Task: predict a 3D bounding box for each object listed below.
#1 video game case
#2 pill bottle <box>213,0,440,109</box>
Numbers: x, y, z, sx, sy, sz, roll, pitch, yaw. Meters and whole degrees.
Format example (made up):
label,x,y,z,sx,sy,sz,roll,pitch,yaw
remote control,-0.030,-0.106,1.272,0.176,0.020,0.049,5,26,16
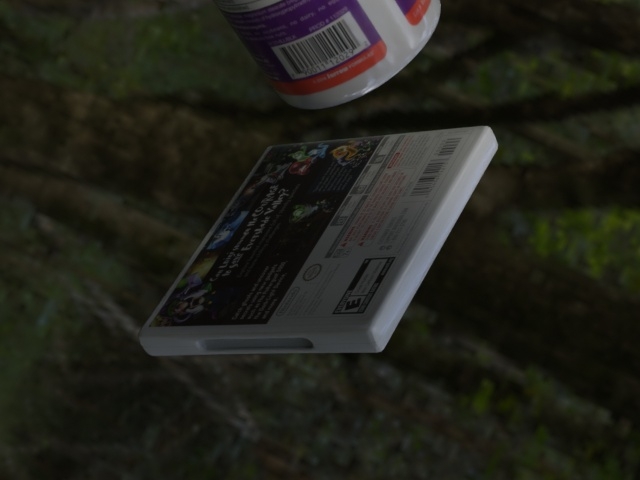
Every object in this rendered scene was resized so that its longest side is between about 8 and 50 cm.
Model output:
label,x,y,z,sx,sy,sz,roll,pitch,yaw
video game case,0.000,0.000,1.148,0.190,0.173,0.022,-58,132,-40
pill bottle,-0.025,-0.175,1.010,0.193,0.108,0.108,55,50,-29
